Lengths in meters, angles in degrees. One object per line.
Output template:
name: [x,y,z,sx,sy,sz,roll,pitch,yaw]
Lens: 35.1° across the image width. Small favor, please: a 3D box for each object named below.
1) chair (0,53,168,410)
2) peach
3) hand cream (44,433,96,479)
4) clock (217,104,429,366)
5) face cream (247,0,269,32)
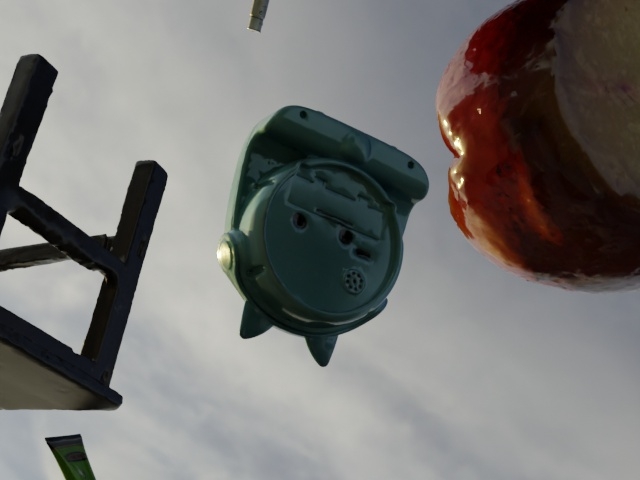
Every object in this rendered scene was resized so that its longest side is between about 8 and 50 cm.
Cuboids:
chair: [-0.293,0.099,0.775,0.240,0.416,0.203,-6,-28,22]
peach: [0.271,-0.085,0.844,0.338,0.281,0.281,-3,-51,13]
hand cream: [-0.212,0.222,0.909,0.122,0.036,0.023,53,-52,36]
clock: [0.000,0.000,1.168,0.223,0.274,0.094,21,-20,-22]
face cream: [-0.074,-0.333,1.341,0.020,0.038,0.115,16,-85,13]
